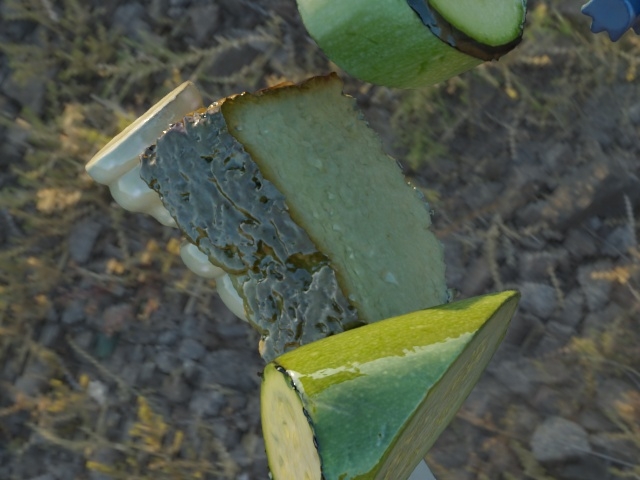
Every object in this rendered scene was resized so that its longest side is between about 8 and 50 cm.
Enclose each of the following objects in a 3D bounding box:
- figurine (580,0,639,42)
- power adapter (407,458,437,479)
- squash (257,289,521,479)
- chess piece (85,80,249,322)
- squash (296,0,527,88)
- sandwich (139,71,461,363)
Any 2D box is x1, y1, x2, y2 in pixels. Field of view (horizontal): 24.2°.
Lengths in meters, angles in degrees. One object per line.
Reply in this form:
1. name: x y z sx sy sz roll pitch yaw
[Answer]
1. figurine: 0.439 -0.299 1.672 0.298 0.416 0.243 4 79 36
2. power adapter: 0.045 0.325 1.557 0.124 0.255 0.187 -35 83 23
3. squash: 0.088 0.153 1.286 0.261 0.189 0.189 -11 65 -19
4. chess piece: -0.126 -0.028 1.794 0.167 0.167 0.299 -38 99 12
5. squash: 0.099 -0.254 1.455 0.133 0.220 0.220 -31 61 48
6. sandwich: 0.000 0.000 1.471 0.131 0.262 0.325 -37 86 29
